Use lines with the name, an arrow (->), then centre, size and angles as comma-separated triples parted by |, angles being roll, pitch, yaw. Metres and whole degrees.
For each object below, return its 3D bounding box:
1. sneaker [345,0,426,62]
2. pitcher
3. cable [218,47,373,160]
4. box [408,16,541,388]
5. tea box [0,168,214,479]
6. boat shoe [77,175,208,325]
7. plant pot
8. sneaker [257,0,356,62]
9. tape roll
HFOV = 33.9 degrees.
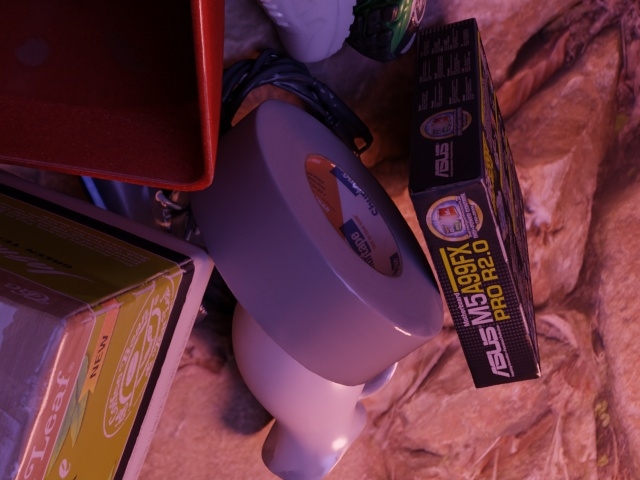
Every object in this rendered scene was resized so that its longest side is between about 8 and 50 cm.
sneaker -> 0.083, -0.313, 0.845 | 0.146, 0.134, 0.344 | -3, 110, -37
pitcher -> 0.006, 0.101, 0.977 | 0.178, 0.125, 0.207 | -39, 139, -32
cable -> -0.042, -0.079, 0.913 | 0.150, 0.047, 0.184 | -52, 132, -1
box -> 0.138, -0.040, 0.934 | 0.060, 0.270, 0.216 | -12, 126, 16
tea box -> -0.243, 0.133, 0.630 | 0.323, 0.220, 0.329 | -38, 148, -81
boat shoe -> -0.132, -0.040, 0.812 | 0.089, 0.109, 0.258 | -29, 127, -12
plant pot -> -0.169, -0.214, 0.569 | 0.267, 0.267, 0.236 | 96, 4, -56
sneaker -> -0.031, -0.216, 0.800 | 0.095, 0.090, 0.235 | -37, 152, -19
tape roll -> 0.000, 0.000, 0.802 | 0.072, 0.219, 0.219 | -37, 133, 19
